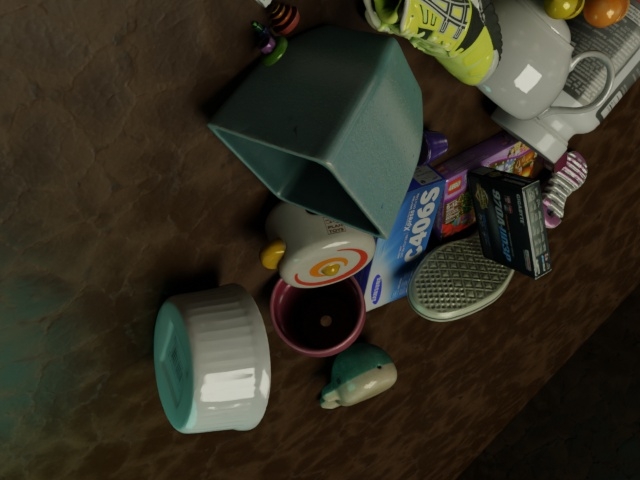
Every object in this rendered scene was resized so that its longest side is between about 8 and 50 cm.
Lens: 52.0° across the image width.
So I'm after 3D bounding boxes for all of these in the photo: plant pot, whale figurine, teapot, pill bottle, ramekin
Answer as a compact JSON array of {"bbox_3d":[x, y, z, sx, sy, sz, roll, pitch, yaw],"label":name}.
[{"bbox_3d":[0.026,-0.193,1.048,0.252,0.247,0.248,-60,145,-12],"label":"plant pot"},{"bbox_3d":[0.083,0.367,1.768,0.216,0.141,0.272,-13,159,-33],"label":"whale figurine"},{"bbox_3d":[0.357,-0.347,1.159,0.256,0.253,0.187,22,125,-37],"label":"teapot"},{"bbox_3d":[0.535,-0.355,1.361,0.210,0.210,0.363,19,113,-50],"label":"pill bottle"},{"bbox_3d":[0.004,0.161,1.427,0.201,0.201,0.180,-38,159,-5],"label":"plant pot"},{"bbox_3d":[-0.212,0.222,1.219,0.135,0.277,0.277,-2,129,-30],"label":"ramekin"}]

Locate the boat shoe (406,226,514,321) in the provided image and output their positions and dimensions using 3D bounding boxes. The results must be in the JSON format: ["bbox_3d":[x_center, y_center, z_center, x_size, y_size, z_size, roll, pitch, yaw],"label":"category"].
[{"bbox_3d":[0.374,0.074,1.619,0.500,0.187,0.156,-33,157,-43],"label":"boat shoe"}]

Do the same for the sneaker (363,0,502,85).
[{"bbox_3d":[0.139,-0.342,0.952,0.384,0.145,0.147,39,80,-44],"label":"sneaker"}]

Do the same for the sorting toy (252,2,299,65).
[{"bbox_3d":[-0.073,-0.313,0.978,0.042,0.061,0.102,35,73,-39],"label":"sorting toy"}]

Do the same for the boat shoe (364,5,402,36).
[{"bbox_3d":[0.119,-0.378,1.103,0.133,0.042,0.049,2,151,-42],"label":"boat shoe"}]

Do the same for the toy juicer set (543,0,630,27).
[{"bbox_3d":[0.380,-0.467,1.081,0.328,0.089,0.209,23,80,-16],"label":"toy juicer set"}]

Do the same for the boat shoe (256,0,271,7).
[{"bbox_3d":[-0.140,-0.368,0.831,0.258,0.095,0.084,11,115,-46],"label":"boat shoe"}]

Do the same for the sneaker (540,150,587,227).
[{"bbox_3d":[0.624,-0.138,1.768,0.095,0.104,0.236,36,78,-13],"label":"sneaker"}]

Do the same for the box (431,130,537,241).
[{"bbox_3d":[0.389,-0.141,1.567,0.293,0.057,0.201,-28,140,-18],"label":"box"}]

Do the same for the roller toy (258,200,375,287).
[{"bbox_3d":[0.000,0.000,1.240,0.191,0.146,0.209,-30,152,22],"label":"roller toy"}]

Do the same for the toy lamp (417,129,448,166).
[{"bbox_3d":[0.137,-0.168,1.296,0.274,0.080,0.080,-18,137,-30],"label":"toy lamp"}]

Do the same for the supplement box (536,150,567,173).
[{"bbox_3d":[0.569,-0.215,1.636,0.043,0.083,0.055,-35,144,-9],"label":"supplement box"}]

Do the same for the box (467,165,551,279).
[{"bbox_3d":[0.413,-0.043,1.438,0.051,0.175,0.220,-26,117,-19],"label":"box"}]

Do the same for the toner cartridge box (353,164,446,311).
[{"bbox_3d":[0.163,0.000,1.491,0.165,0.075,0.348,-18,137,-28],"label":"toner cartridge box"}]
